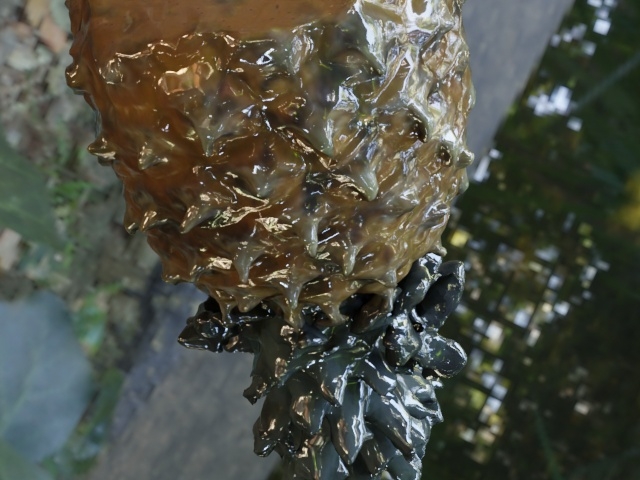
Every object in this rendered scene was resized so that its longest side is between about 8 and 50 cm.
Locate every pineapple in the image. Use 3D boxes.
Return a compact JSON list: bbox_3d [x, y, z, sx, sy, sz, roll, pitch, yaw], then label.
[{"bbox_3d":[0.000,0.000,0.649,0.158,0.158,0.278,-43,135,-34],"label":"pineapple"}]
